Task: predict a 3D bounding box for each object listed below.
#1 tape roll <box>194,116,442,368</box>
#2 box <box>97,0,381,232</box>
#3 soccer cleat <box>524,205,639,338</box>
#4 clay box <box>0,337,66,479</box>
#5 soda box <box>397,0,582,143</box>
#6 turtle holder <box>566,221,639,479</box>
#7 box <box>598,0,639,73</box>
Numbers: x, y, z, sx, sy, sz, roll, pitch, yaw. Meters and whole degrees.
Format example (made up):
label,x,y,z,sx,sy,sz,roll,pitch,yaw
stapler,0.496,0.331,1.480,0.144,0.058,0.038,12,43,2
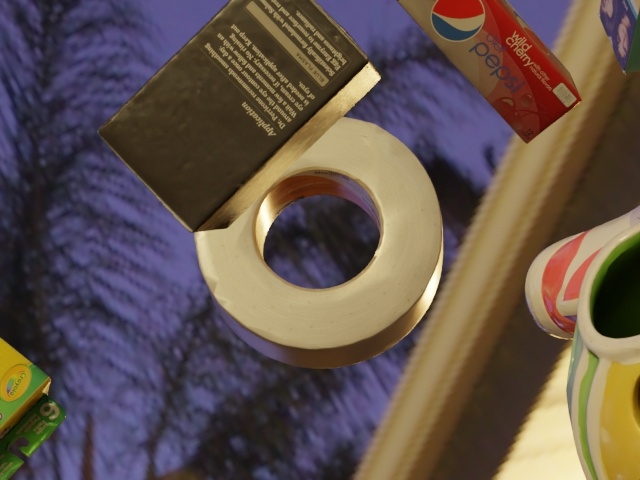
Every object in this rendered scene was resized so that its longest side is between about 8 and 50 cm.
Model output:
label,x,y,z,sx,sy,sz,roll,pitch,yaw
tape roll,0.000,0.000,1.606,0.219,0.219,0.072,-27,-17,-6
box,-0.048,-0.090,1.187,0.158,0.093,0.156,-44,-2,5
soccer cleat,0.324,-0.006,1.529,0.318,0.109,0.116,-26,8,-24
clay box,-0.371,0.139,1.794,0.127,0.222,0.053,-48,-11,-29
soda box,0.173,-0.235,1.996,0.083,0.092,0.263,-38,-68,16
turtle holder,0.263,0.125,1.210,0.227,0.243,0.320,52,-124,-26
box,0.376,-0.308,2.075,0.060,0.101,0.244,-12,-33,-8
